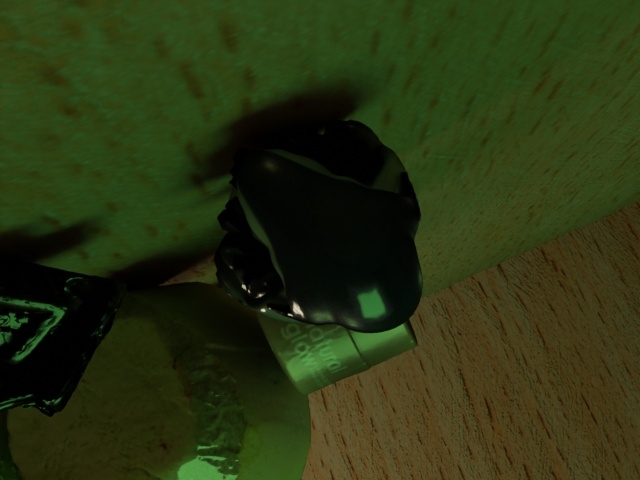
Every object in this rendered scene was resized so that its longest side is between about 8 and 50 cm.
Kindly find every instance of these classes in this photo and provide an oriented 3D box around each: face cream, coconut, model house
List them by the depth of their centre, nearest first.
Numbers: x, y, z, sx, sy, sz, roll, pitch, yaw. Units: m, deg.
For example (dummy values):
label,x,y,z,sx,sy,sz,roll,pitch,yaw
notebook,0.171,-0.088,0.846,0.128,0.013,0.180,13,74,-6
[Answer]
label,x,y,z,sx,sy,sz,roll,pitch,yaw
model house,-0.188,0.065,0.876,0.152,0.106,0.165,-21,177,-11
face cream,0.003,0.039,1.148,0.104,0.149,0.149,-24,173,4
coconut,-0.130,0.151,1.213,0.239,0.239,0.244,-27,167,19

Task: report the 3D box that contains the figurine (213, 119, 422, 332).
label,x,y,z,sx,sy,sz,roll,pitch,yaw
figurine,0.000,0.000,0.892,0.145,0.145,0.222,-25,178,2

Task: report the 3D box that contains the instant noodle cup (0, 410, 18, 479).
label,x,y,z,sx,sy,sz,roll,pitch,yaw
instant noodle cup,-0.356,0.235,1.201,0.264,0.200,0.264,-24,172,-4
